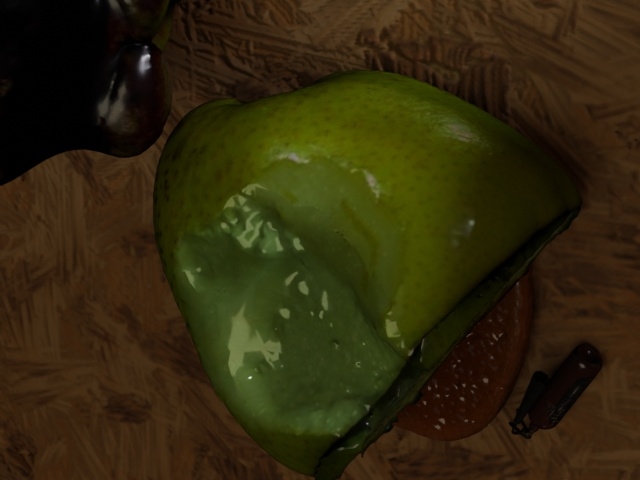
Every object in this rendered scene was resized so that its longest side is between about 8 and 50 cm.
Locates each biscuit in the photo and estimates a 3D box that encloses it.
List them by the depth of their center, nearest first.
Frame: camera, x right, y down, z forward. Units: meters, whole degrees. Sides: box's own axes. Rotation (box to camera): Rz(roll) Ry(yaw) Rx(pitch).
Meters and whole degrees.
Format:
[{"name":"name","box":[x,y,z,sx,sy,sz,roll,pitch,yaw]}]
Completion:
[{"name":"biscuit","box":[0.061,0.051,1.152,0.192,0.036,0.186,19,121,20]}]

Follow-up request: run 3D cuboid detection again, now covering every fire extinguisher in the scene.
[{"name":"fire extinguisher","box":[0.161,0.116,1.126,0.032,0.046,0.100,45,128,17]}]

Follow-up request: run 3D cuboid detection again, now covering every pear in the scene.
[{"name":"pear","box":[0.000,0.000,1.054,0.292,0.159,0.292,7,103,32]}]

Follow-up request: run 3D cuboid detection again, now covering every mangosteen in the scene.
[{"name":"mangosteen","box":[-0.243,-0.155,1.053,0.313,0.297,0.297,39,129,-8]}]
